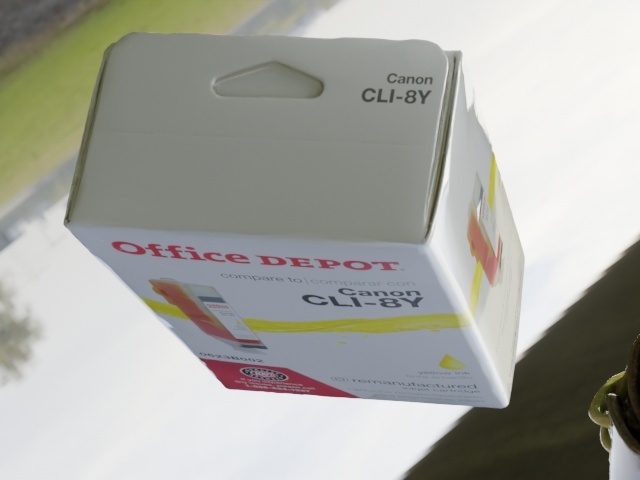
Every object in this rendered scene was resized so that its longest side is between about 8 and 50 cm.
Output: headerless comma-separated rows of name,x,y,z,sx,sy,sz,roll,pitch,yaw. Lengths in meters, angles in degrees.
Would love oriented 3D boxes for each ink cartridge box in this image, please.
ink cartridge box,0.000,0.000,1.193,0.279,0.385,0.160,3,-113,17

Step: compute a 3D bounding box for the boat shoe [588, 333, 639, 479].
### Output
boat shoe,0.162,0.062,0.561,0.116,0.096,0.324,-52,170,-26
